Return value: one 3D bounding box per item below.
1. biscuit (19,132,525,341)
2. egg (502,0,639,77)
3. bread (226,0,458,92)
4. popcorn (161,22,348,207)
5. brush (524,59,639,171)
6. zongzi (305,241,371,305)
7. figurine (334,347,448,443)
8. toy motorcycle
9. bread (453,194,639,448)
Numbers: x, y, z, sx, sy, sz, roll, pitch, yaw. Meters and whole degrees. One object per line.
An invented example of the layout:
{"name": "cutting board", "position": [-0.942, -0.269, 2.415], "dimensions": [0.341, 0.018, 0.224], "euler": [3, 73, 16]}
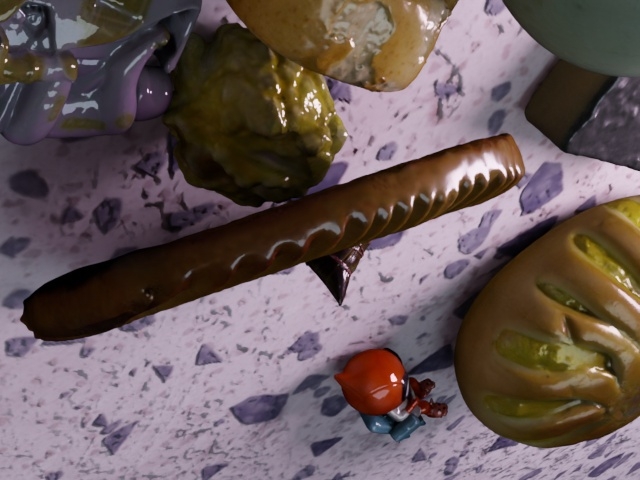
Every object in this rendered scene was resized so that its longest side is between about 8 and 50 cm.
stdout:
{"name": "biscuit", "position": [-0.027, 0.000, 0.647], "dimensions": [0.318, 0.040, 0.318], "euler": [-18, -179, 0]}
{"name": "egg", "position": [0.184, -0.213, 0.563], "dimensions": [0.203, 0.203, 0.282], "euler": [-22, 148, -15]}
{"name": "bread", "position": [0.012, -0.140, 0.588], "dimensions": [0.149, 0.122, 0.073], "euler": [5, 134, -41]}
{"name": "popcorn", "position": [-0.041, -0.071, 0.645], "dimensions": [0.116, 0.106, 0.120], "euler": [-8, 139, -46]}
{"name": "brush", "position": [0.270, -0.120, 0.870], "dimensions": [0.197, 0.059, 0.123], "euler": [7, 128, -43]}
{"name": "zongzi", "position": [0.000, 0.000, 0.820], "dimensions": [0.067, 0.073, 0.083], "euler": [85, 30, -70]}
{"name": "figurine", "position": [0.063, 0.150, 1.036], "dimensions": [0.075, 0.068, 0.140], "euler": [-37, 139, 12]}
{"name": "toy motorcycle", "position": [-0.139, -0.105, 0.551], "dimensions": [0.225, 0.073, 0.152], "euler": [-38, 139, -7]}
{"name": "bread", "position": [0.298, 0.092, 1.064], "dimensions": [0.333, 0.160, 0.333], "euler": [-21, 142, -17]}
